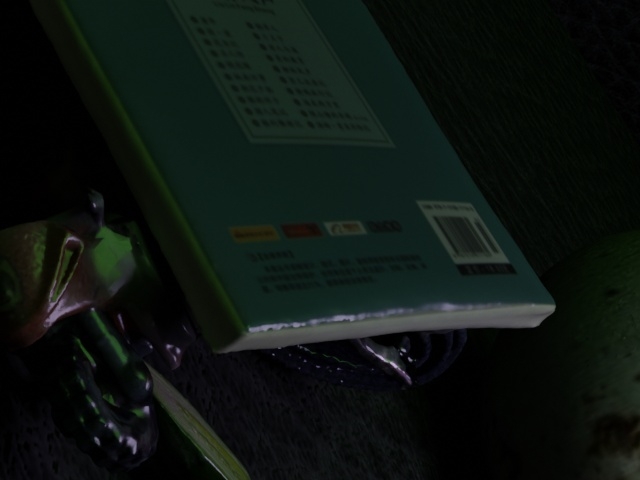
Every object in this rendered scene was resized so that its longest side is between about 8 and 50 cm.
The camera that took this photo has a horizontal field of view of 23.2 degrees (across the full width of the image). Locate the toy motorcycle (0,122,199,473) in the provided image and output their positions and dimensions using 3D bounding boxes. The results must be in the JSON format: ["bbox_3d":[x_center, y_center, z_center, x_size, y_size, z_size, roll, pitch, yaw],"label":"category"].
[{"bbox_3d":[-0.114,0.010,0.721,0.118,0.084,0.212,51,15,-29],"label":"toy motorcycle"}]

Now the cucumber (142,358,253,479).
[{"bbox_3d":[-0.071,0.104,0.776,0.107,0.035,0.067,53,3,-25],"label":"cucumber"}]

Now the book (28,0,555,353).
[{"bbox_3d":[-0.043,-0.106,0.834,0.264,0.031,0.379,1,52,-50],"label":"book"}]

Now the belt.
[{"bbox_3d":[0.000,0.000,0.935,0.230,0.140,0.126,42,28,-34],"label":"belt"}]

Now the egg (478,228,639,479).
[{"bbox_3d":[0.271,0.136,1.236,0.287,0.288,0.379,61,18,-5],"label":"egg"}]
